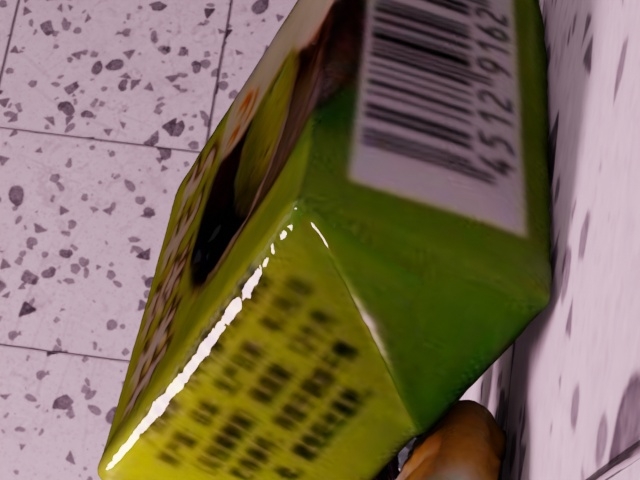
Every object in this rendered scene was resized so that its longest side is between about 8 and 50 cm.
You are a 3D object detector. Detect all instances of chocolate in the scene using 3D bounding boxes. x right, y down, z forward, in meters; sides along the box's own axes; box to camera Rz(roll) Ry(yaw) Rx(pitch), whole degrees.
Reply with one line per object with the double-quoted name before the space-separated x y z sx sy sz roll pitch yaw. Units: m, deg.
"chocolate" 0.000 0.000 0.749 0.288 0.137 0.301 -53 17 38

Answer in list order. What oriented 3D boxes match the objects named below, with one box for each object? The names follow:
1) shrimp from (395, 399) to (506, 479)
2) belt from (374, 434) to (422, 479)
"shrimp" -0.011 0.288 0.680 0.272 0.085 0.445 94 -159 -78
"belt" 0.046 0.155 0.856 0.058 0.105 0.140 -88 -22 -71
